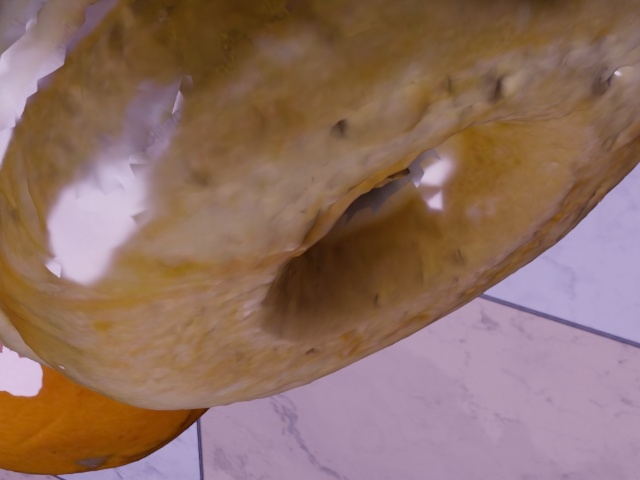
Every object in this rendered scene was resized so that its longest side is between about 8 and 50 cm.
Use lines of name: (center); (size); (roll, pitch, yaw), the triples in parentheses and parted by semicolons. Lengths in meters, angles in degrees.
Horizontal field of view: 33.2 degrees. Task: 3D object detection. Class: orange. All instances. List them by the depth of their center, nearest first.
orange: (-0.198, 0.030, 0.845); (0.312, 0.312, 0.312); (16, 131, 20)

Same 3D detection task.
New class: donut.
donut: (0.009, -0.070, 0.581); (0.198, 0.449, 0.449); (58, 141, 26)
